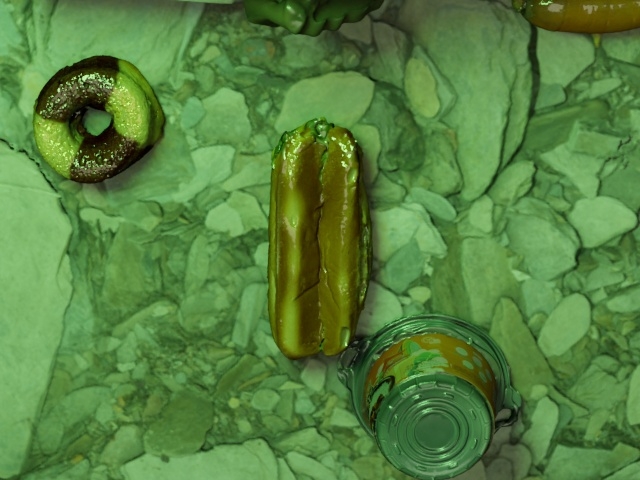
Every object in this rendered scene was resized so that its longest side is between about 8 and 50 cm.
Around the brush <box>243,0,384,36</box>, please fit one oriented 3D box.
[{"bbox_3d":[0.065,-0.261,1.735,0.301,0.084,0.071,-24,124,-30],"label":"brush"}]

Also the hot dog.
[{"bbox_3d":[0.000,0.000,1.898,0.115,0.072,0.269,4,109,0],"label":"hot dog"}]

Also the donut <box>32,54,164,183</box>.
[{"bbox_3d":[-0.235,-0.123,1.865,0.140,0.059,0.140,0,107,1],"label":"donut"}]

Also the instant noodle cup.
[{"bbox_3d":[0.121,0.183,1.935,0.208,0.125,0.177,4,111,-1],"label":"instant noodle cup"}]

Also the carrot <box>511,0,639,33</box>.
[{"bbox_3d":[0.329,-0.249,1.816,0.271,0.066,0.062,-6,154,0],"label":"carrot"}]

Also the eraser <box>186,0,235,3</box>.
[{"bbox_3d":[-0.166,-0.289,1.766,0.279,0.124,0.081,4,111,0],"label":"eraser"}]
